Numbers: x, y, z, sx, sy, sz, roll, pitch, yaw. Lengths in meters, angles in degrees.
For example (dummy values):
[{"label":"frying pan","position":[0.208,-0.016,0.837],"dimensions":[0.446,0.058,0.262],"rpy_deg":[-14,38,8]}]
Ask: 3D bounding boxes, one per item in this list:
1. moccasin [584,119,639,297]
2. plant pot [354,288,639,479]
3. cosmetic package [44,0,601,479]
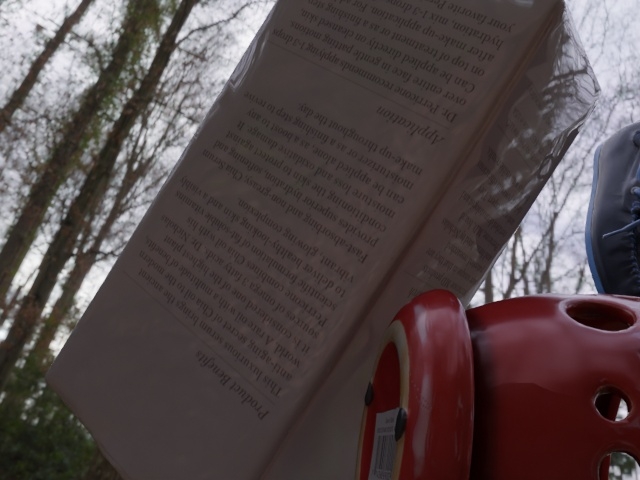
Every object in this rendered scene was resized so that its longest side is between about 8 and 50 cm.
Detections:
[{"label":"moccasin","position":[0.369,-0.032,0.829],"dimensions":[0.138,0.342,0.117],"rpy_deg":[31,-44,-23]},{"label":"plant pot","position":[0.114,0.115,0.402],"dimensions":[0.174,0.191,0.191],"rpy_deg":[11,-40,-3]},{"label":"cosmetic package","position":[0.000,0.000,0.619],"dimensions":[0.230,0.453,0.161],"rpy_deg":[35,3,33]}]
